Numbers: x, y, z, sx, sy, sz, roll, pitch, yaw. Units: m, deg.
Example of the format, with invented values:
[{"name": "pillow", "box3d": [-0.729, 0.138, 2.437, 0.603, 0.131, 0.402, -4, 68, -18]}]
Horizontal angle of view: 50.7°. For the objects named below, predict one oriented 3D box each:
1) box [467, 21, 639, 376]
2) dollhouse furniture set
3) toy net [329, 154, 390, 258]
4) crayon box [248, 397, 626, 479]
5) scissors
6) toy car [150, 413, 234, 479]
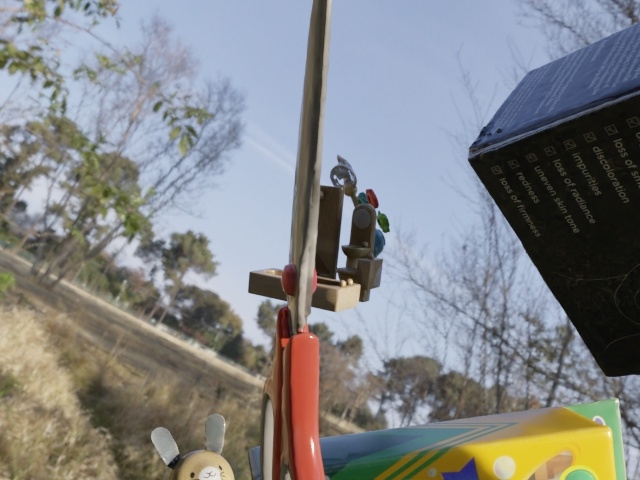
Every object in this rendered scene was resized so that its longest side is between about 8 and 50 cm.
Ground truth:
[{"name": "box", "box3d": [0.566, -0.077, 0.978, 0.472, 0.297, 0.479, -16, -64, 49]}, {"name": "dollhouse furniture set", "box3d": [0.000, 0.000, 0.781, 0.144, 0.123, 0.151, 9, 7, 30]}, {"name": "toy net", "box3d": [0.062, -0.077, 1.246, 0.122, 0.045, 0.232, 86, -19, -57]}, {"name": "crayon box", "box3d": [0.115, 0.249, 0.526, 0.323, 0.203, 0.083, -6, 0, -9]}, {"name": "scissors", "box3d": [-0.015, 0.032, 0.327, 0.021, 0.296, 0.109, -3, 11, -13]}, {"name": "toy car", "box3d": [-0.149, 0.322, 0.880, 0.155, 0.188, 0.149, -5, -30, -30]}]
